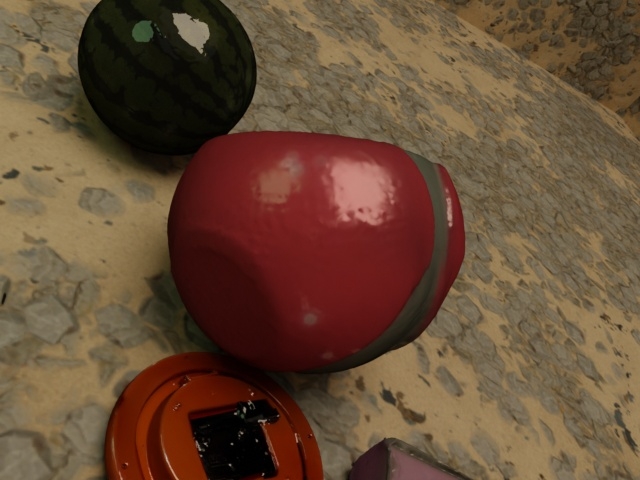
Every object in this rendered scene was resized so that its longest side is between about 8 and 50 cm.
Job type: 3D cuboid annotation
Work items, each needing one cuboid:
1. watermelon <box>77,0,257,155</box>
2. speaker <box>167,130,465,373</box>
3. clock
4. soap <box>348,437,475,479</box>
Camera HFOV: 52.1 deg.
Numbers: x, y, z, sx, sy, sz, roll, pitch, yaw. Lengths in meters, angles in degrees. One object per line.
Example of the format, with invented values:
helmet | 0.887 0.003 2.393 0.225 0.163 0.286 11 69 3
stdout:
watermelon | -0.185 -0.209 0.796 0.212 0.212 0.212 25 37 -21
speaker | 0.000 0.000 0.668 0.294 0.294 0.294 25 37 -21
clock | -0.086 0.187 0.575 0.205 0.051 0.205 24 38 -20
soap | 0.143 0.321 0.612 0.259 0.081 0.181 31 36 -15
